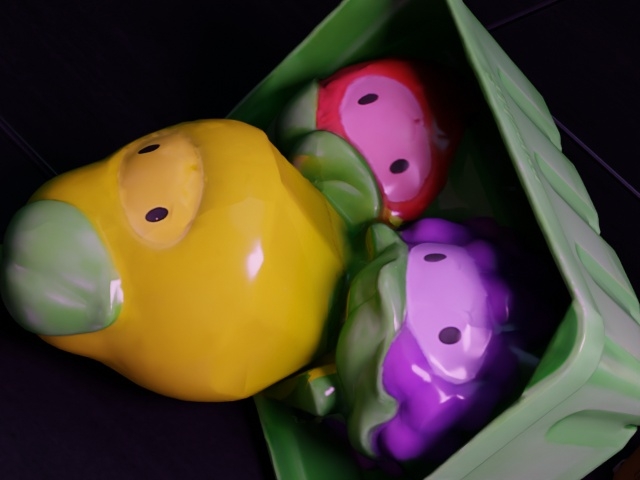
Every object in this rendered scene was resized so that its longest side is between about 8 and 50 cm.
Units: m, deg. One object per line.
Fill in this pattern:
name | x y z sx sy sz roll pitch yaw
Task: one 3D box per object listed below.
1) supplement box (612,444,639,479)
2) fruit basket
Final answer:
supplement box | 0.242 0.228 1.086 0.080 0.078 0.233 21 40 -13
fruit basket | 0.000 0.000 1.048 0.392 0.283 0.392 35 29 -23
